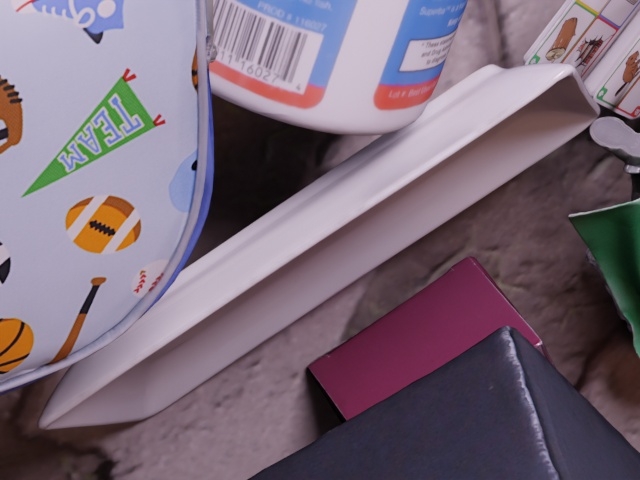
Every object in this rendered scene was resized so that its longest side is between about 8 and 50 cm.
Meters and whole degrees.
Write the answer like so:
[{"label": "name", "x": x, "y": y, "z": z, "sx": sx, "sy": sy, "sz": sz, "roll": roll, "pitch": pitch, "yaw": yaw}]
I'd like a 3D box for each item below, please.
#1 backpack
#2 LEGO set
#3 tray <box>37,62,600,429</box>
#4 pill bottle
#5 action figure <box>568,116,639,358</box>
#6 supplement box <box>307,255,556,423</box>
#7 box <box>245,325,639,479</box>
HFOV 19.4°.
[{"label": "backpack", "x": -0.149, "y": -0.057, "z": 0.646, "sx": 0.276, "sy": 0.213, "sz": 0.263, "roll": -12, "pitch": 137, "yaw": -11}, {"label": "LEGO set", "x": 0.197, "y": -0.168, "z": 0.876, "sx": 0.182, "sy": 0.060, "sz": 0.244, "roll": 16, "pitch": 115, "yaw": -53}, {"label": "tray", "x": 0.000, "y": 0.000, "z": 0.835, "sx": 0.270, "sy": 0.030, "sz": 0.145, "roll": -34, "pitch": 169, "yaw": 9}, {"label": "pill bottle", "x": 0.019, "y": -0.163, "z": 0.725, "sx": 0.124, "sy": 0.124, "sz": 0.221, "roll": 5, "pitch": 119, "yaw": -30}, {"label": "action figure", "x": 0.188, "y": 0.009, "z": 0.964, "sx": 0.137, "sy": 0.063, "sz": 0.232, "roll": -31, "pitch": 142, "yaw": -8}, {"label": "supplement box", "x": 0.084, "y": 0.115, "z": 0.980, "sx": 0.104, "sy": 0.081, "sz": 0.188, "roll": -33, "pitch": 131, "yaw": -3}, {"label": "box", "x": 0.046, "y": 0.367, "z": 0.926, "sx": 0.472, "sy": 0.297, "sz": 0.480, "roll": -31, "pitch": 133, "yaw": 17}]
